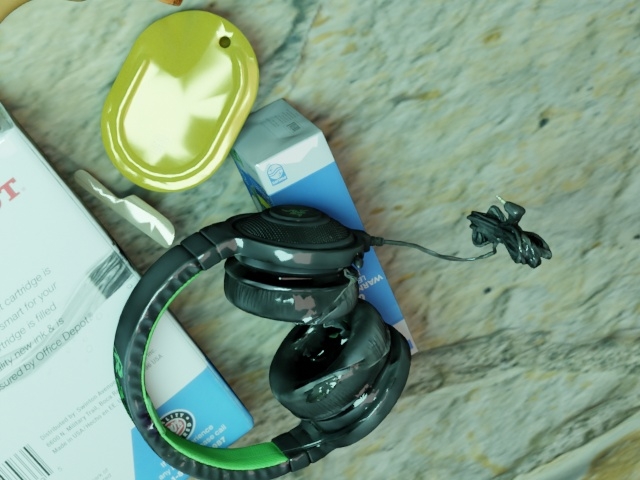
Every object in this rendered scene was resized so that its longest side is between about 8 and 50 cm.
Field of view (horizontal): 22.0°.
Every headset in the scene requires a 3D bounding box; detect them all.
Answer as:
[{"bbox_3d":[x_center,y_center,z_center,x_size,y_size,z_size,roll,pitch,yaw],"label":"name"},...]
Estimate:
[{"bbox_3d":[0.010,0.076,1.490,0.394,0.185,0.243,-29,116,-13],"label":"headset"}]

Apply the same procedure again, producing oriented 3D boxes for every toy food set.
[{"bbox_3d":[-0.142,-0.117,1.590,0.128,0.071,0.217,29,95,-1],"label":"toy food set"}]

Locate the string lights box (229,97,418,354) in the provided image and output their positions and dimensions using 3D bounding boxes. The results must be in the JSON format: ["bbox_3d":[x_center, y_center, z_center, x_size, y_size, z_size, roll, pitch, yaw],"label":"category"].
[{"bbox_3d":[0.000,0.000,1.636,0.077,0.133,0.259,-28,114,-8],"label":"string lights box"}]

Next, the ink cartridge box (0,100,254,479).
[{"bbox_3d":[-0.297,0.097,1.545,0.285,0.166,0.395,-37,118,-4],"label":"ink cartridge box"}]

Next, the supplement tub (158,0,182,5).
[{"bbox_3d":[-0.127,-0.388,1.418,0.207,0.207,0.338,22,100,-24],"label":"supplement tub"}]

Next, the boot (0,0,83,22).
[{"bbox_3d":[-0.310,-0.203,1.495,0.197,0.073,0.152,14,102,-11],"label":"boot"}]
